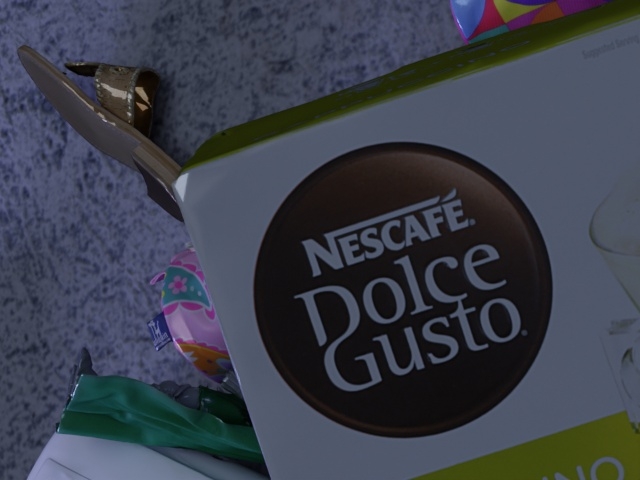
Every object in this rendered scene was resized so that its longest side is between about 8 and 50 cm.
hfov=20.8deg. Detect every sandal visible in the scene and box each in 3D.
[{"bbox_3d":[-0.163,-0.112,1.526,0.079,0.088,0.240,-40,60,-15],"label":"sandal"}]

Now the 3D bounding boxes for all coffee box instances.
[{"bbox_3d":[0.134,0.053,0.953,0.338,0.338,0.334,-18,96,1],"label":"coffee box"}]

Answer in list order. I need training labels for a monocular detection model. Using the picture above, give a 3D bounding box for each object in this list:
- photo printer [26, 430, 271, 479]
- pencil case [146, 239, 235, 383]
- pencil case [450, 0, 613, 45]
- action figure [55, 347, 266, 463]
[{"bbox_3d":[-0.135,0.283,1.368,0.307,0.107,0.256,18,88,38],"label":"photo printer"},{"bbox_3d":[0.000,0.000,1.333,0.284,0.124,0.124,-35,60,25],"label":"pencil case"},{"bbox_3d":[0.204,-0.209,1.251,0.236,0.104,0.104,-23,66,30],"label":"pencil case"},{"bbox_3d":[-0.075,0.134,1.318,0.137,0.232,0.063,134,148,-67],"label":"action figure"}]
